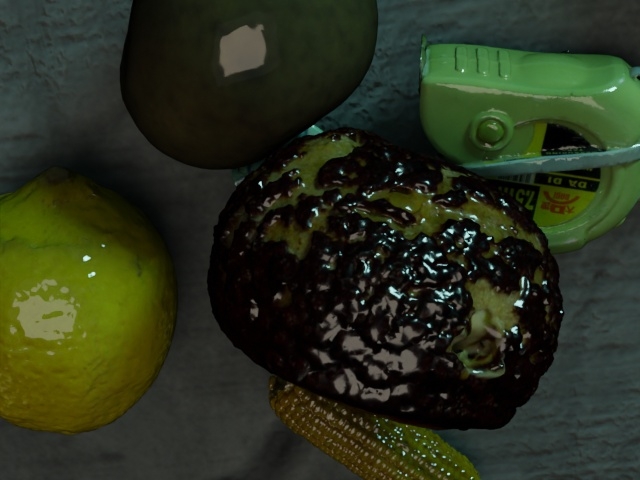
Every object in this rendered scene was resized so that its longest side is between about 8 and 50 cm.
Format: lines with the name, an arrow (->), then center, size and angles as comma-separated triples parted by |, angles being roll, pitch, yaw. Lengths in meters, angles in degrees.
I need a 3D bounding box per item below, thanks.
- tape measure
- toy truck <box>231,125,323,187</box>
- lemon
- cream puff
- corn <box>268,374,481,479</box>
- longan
tape measure -> 0.156, -0.066, 0.976 | 0.177, 0.087, 0.154 | 4, 120, 6
toy truck -> 0.000, 0.000, 1.041 | 0.081, 0.067, 0.175 | -22, 113, 11
lemon -> -0.195, 0.050, 1.030 | 0.180, 0.180, 0.193 | 31, 125, -9
cream puff -> 0.044, 0.022, 0.899 | 0.239, 0.239, 0.165 | 20, 96, -3
corn -> 0.048, 0.164, 1.118 | 0.207, 0.068, 0.068 | 37, 115, -8
longan -> -0.052, -0.134, 0.922 | 0.167, 0.167, 0.187 | 31, 105, -9
